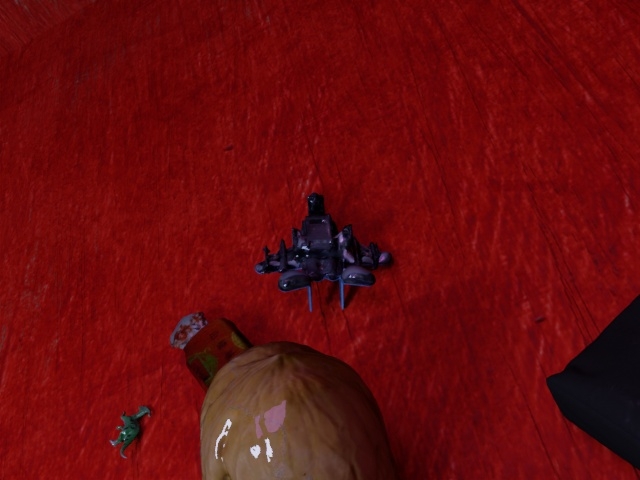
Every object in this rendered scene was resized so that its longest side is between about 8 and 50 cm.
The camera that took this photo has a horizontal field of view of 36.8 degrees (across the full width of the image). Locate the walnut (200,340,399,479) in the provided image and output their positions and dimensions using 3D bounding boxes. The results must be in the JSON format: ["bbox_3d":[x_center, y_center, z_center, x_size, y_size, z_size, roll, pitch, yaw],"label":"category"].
[{"bbox_3d":[-0.022,0.202,0.905,0.195,0.222,0.195,-9,21,4],"label":"walnut"}]

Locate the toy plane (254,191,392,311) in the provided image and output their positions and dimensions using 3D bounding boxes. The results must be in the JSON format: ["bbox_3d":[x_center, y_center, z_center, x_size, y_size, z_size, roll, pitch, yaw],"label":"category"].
[{"bbox_3d":[0.000,-0.007,1.222,0.169,0.078,0.246,-4,38,-2],"label":"toy plane"}]

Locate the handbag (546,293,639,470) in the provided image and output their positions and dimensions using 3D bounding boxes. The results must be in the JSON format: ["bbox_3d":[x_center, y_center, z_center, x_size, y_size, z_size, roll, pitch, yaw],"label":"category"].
[{"bbox_3d":[0.346,0.111,0.824,0.223,0.080,0.247,-44,38,-10],"label":"handbag"}]

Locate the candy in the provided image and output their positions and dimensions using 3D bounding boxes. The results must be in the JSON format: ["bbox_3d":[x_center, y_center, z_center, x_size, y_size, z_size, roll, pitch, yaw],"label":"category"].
[{"bbox_3d":[-0.105,0.159,1.146,0.086,0.059,0.292,-39,38,-8],"label":"candy"}]

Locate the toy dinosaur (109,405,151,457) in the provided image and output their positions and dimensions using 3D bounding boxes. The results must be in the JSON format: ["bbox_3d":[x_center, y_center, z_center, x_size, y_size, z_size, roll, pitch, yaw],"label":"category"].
[{"bbox_3d":[-0.232,0.237,1.196,0.062,0.021,0.083,-34,34,-17],"label":"toy dinosaur"}]
